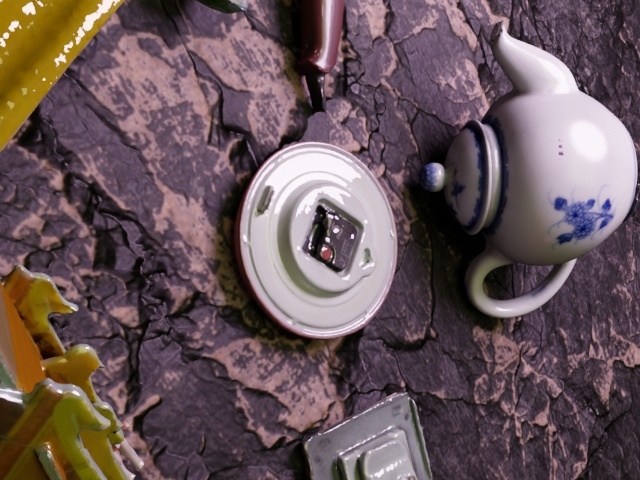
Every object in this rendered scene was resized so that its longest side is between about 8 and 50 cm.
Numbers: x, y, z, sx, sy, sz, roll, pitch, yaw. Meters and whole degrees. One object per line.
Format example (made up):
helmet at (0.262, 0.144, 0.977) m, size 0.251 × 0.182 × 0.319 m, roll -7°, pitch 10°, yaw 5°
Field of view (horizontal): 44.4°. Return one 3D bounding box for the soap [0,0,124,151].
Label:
soap at (-0.287, -0.148, 0.668) m, size 0.091 × 0.199 × 0.315 m, roll 46°, pitch 58°, yaw -30°

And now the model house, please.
model house at (-0.288, 0.191, 0.539) m, size 0.312 × 0.242 × 0.358 m, roll 30°, pitch 102°, yaw -37°

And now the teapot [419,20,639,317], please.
teapot at (0.275, -0.088, 1.091) m, size 0.280 × 0.252 × 0.424 m, roll -2°, pitch 111°, yaw -6°

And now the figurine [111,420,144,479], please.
figurine at (-0.216, 0.196, 0.774) m, size 0.064 × 0.047 × 0.109 m, roll -54°, pitch 125°, yaw -38°

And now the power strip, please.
power strip at (0.081, 0.316, 0.980) m, size 0.198 × 0.064 × 0.213 m, roll -18°, pitch 94°, yaw -40°

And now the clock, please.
clock at (0.001, 0.000, 0.963) m, size 0.244 × 0.056 × 0.244 m, roll 6°, pitch 81°, yaw -38°

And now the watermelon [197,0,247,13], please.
watermelon at (-0.136, -0.339, 0.896) m, size 0.187 × 0.071 × 0.139 m, roll 53°, pitch 49°, yaw -10°

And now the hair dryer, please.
hair dryer at (0.032, -0.331, 1.023) m, size 0.312 × 0.123 × 0.341 m, roll -4°, pitch 97°, yaw -49°
